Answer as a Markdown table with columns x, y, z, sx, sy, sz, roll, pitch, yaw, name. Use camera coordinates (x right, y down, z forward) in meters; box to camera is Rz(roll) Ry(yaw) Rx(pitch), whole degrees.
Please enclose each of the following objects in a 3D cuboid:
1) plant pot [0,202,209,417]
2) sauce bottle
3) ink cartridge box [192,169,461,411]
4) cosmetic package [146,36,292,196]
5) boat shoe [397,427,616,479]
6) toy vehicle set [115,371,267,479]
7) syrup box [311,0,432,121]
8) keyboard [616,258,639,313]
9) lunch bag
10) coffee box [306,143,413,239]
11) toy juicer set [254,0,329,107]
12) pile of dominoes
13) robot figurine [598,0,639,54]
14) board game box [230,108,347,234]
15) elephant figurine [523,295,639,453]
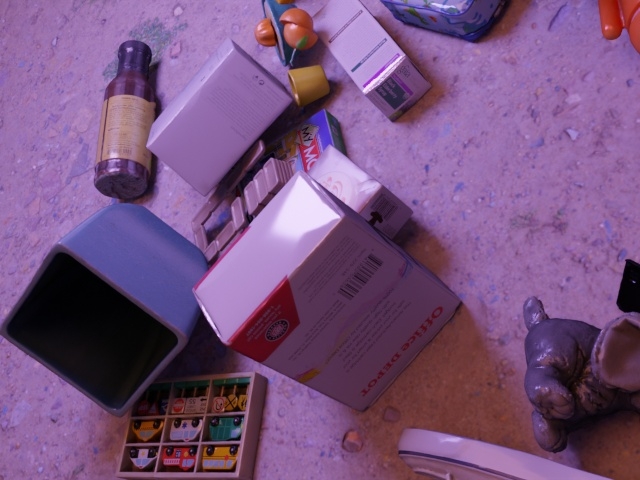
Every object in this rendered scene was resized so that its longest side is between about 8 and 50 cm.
| x | y | z | sx | sy | sz | roll | pitch | yaw | name |
| --- | --- | --- | --- | --- | --- | --- | --- | --- | --- |
| -0.324 | 0.084 | 1.555 | 0.248 | 0.247 | 0.252 | -47 | 9 | 35 | plant pot |
| -0.388 | -0.253 | 1.900 | 0.111 | 0.111 | 0.345 | -17 | 58 | 30 | sauce bottle |
| 0.015 | 0.078 | 1.280 | 0.226 | 0.306 | 0.131 | -48 | 47 | 6 | ink cartridge box |
| -0.181 | -0.223 | 1.647 | 0.225 | 0.138 | 0.224 | -49 | 16 | 7 | cosmetic package |
| 0.241 | 0.334 | 1.104 | 0.367 | 0.136 | 0.157 | 12 | 77 | 31 | boat shoe |
| -0.211 | 0.304 | 1.518 | 0.266 | 0.035 | 0.166 | -10 | 61 | 34 | toy vehicle set |
| 0.081 | -0.317 | 1.584 | 0.096 | 0.093 | 0.237 | -41 | 49 | 13 | syrup box |
| 0.447 | 0.079 | 1.122 | 0.192 | 0.038 | 0.100 | 36 | 132 | 42 | keyboard |
| 0.214 | -0.435 | 1.547 | 0.219 | 0.090 | 0.176 | 25 | 85 | 43 | lunch bag |
| 0.000 | 0.000 | 1.413 | 0.246 | 0.098 | 0.141 | -50 | 48 | 4 | coffee box |
| -0.082 | -0.408 | 1.678 | 0.089 | 0.209 | 0.329 | -19 | 52 | -5 | toy juicer set |
| -0.128 | -0.030 | 1.581 | 0.251 | 0.040 | 0.196 | -46 | 44 | 35 | pile of dominoes |
| 0.472 | -0.331 | 1.268 | 0.128 | 0.158 | 0.220 | 112 | 159 | -58 | robot figurine |
| -0.037 | -0.043 | 1.563 | 0.213 | 0.046 | 0.317 | -30 | 52 | 23 | board game box |
| 0.367 | 0.163 | 1.093 | 0.239 | 0.186 | 0.169 | -12 | 17 | 21 | elephant figurine |
